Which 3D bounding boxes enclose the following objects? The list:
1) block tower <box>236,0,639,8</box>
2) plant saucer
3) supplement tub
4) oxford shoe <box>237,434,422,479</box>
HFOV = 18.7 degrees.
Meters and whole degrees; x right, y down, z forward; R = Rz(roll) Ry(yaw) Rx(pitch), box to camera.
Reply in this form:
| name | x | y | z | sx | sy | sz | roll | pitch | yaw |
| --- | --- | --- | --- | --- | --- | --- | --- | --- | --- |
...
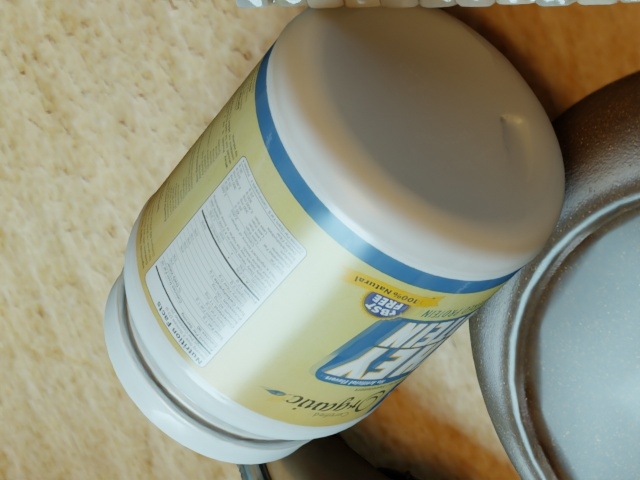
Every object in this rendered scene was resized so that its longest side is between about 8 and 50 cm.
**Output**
| name | x | y | z | sx | sy | sz | roll | pitch | yaw |
| --- | --- | --- | --- | --- | --- | --- | --- | --- | --- |
| block tower | 0.110 | -0.149 | 0.764 | 0.335 | 0.097 | 0.091 | 3 | 117 | 30 |
| plant saucer | 0.201 | 0.068 | 0.866 | 0.310 | 0.050 | 0.311 | 14 | 122 | 24 |
| supplement tub | 0.000 | 0.000 | 0.876 | 0.144 | 0.144 | 0.200 | 43 | 131 | 1 |
| oxford shoe | 0.031 | 0.141 | 0.995 | 0.096 | 0.083 | 0.227 | -31 | 99 | 18 |
